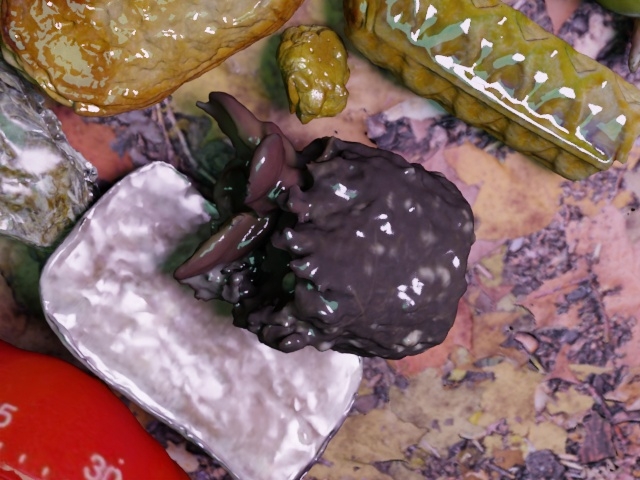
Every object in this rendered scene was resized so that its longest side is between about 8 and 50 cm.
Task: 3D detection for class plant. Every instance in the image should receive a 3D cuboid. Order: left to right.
[{"bbox_3d":[0.000,0.000,0.693,0.234,0.178,0.204,21,71,-24],"label":"plant"}]

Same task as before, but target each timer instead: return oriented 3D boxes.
[{"bbox_3d":[-0.294,0.273,0.750,0.378,0.279,0.378,11,132,13],"label":"timer"}]

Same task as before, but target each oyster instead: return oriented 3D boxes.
[{"bbox_3d":[-0.321,-0.098,0.713,0.162,0.158,0.351,-40,116,14],"label":"oyster"}]

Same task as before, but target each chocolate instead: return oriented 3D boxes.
[{"bbox_3d":[-0.107,0.084,0.778,0.303,0.100,0.185,44,70,-14],"label":"chocolate"}]

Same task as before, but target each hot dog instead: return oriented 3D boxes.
[{"bbox_3d":[-0.131,-0.210,0.675,0.259,0.114,0.175,-29,112,15],"label":"hot dog"}]

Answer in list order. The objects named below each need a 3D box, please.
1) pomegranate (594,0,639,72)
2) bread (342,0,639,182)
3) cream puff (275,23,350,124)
[{"bbox_3d":[0.272,-0.210,0.649,0.129,0.129,0.159,-32,114,14],"label":"pomegranate"},{"bbox_3d":[0.139,-0.146,0.700,0.269,0.098,0.087,30,71,-9],"label":"bread"},{"bbox_3d":[-0.009,-0.141,0.716,0.058,0.083,0.083,-27,89,51],"label":"cream puff"}]
